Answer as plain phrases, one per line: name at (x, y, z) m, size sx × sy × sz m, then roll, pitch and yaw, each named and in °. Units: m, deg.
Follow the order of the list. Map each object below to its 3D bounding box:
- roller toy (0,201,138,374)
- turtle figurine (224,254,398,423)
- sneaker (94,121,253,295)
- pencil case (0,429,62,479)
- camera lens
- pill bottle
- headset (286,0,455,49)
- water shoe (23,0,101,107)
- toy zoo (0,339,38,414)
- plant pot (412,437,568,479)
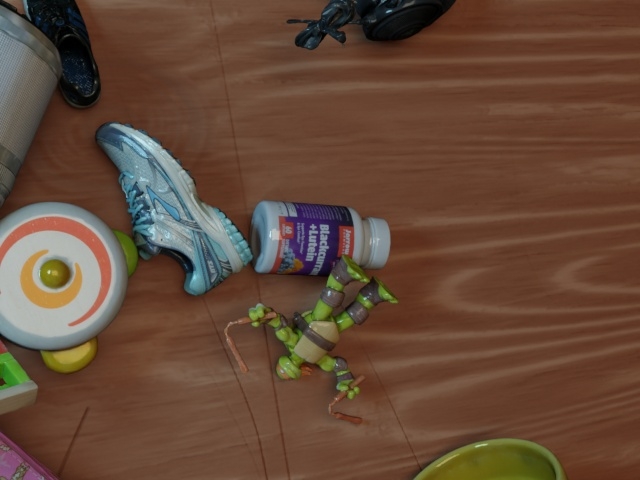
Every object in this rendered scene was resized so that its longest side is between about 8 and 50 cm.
roller toy at (-0.353, 0.052, 1.196) m, size 0.191 × 0.146 × 0.209 m, roll 28°, pitch 74°, yaw -14°
turtle figurine at (0.010, 0.138, 1.336) m, size 0.269 × 0.087 × 0.217 m, roll 39°, pitch 98°, yaw -21°
sneaker at (-0.224, -0.042, 1.280) m, size 0.122 × 0.110 × 0.283 m, roll -45°, pitch 99°, yaw -17°
pencil case at (-0.418, 0.317, 1.131) m, size 0.386 × 0.167 × 0.160 m, roll 45°, pitch 40°, yaw -10°
camera lens at (-0.467, -0.166, 1.145) m, size 0.219 × 0.219 × 0.274 m, roll 23°, pitch 75°, yaw -16°
pill bottle at (0.000, 0.000, 1.355) m, size 0.194 × 0.108 × 0.108 m, roll 3°, pitch 81°, yaw -20°
headset at (0.090, -0.417, 1.407) m, size 0.243 × 0.185 × 0.394 m, roll 46°, pitch 59°, yaw -9°
water shoe at (-0.353, -0.288, 1.280) m, size 0.073 × 0.080 × 0.203 m, roll -24°, pitch 91°, yaw -22°
toy zoo at (-0.498, 0.119, 1.095) m, size 0.192 × 0.030 × 0.293 m, roll -13°, pitch 44°, yaw -45°
plant pot at (0.267, 0.459, 1.331) m, size 0.254 × 0.254 × 0.239 m, roll -31°, pitch 110°, yaw -21°
